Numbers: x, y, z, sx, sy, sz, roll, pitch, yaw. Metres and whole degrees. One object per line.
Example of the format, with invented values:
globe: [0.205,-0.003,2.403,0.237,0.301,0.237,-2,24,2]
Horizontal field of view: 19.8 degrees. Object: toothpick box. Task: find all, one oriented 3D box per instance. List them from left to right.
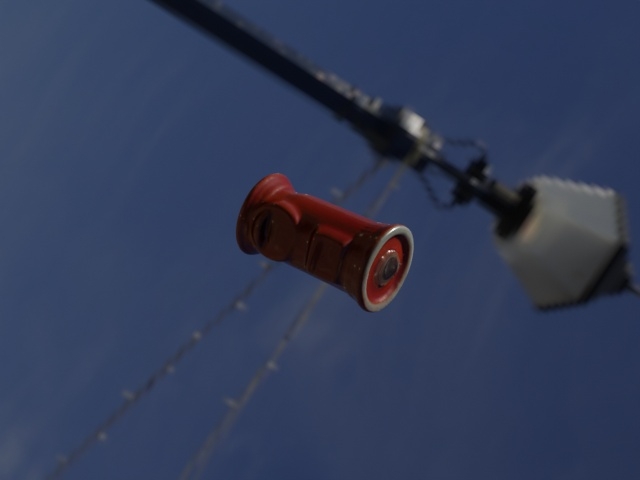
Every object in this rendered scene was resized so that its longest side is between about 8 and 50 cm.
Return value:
toothpick box: [0.000,0.000,0.914,0.083,0.047,0.047,24,-99,28]
